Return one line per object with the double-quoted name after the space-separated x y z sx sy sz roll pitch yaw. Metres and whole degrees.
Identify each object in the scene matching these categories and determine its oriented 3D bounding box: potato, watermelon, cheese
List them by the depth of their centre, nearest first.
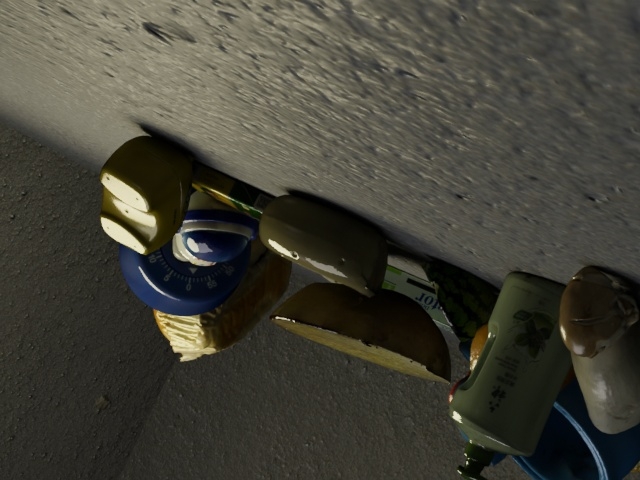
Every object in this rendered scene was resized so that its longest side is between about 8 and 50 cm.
0.000 0.000 1.172 0.203 0.091 0.175 25 176 22 "cheese"
0.196 0.100 1.176 0.087 0.069 0.163 2 145 40 "watermelon"
0.078 0.125 1.279 0.299 0.116 0.239 20 173 -10 "potato"

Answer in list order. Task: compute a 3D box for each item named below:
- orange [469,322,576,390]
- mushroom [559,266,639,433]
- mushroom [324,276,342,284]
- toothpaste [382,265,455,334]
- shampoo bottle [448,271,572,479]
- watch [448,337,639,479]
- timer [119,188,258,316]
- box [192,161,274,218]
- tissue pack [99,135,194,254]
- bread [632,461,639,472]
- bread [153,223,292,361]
0.265 0.145 1.096 0.157 0.134 0.156 -17 -176 1 "orange"
0.283 0.099 0.796 0.093 0.116 0.225 6 148 25 "mushroom"
0.043 0.032 1.350 0.081 0.092 0.223 -17 -172 -11 "mushroom"
0.168 0.102 1.556 0.337 0.067 0.081 23 174 21 "toothpaste"
0.212 0.158 0.928 0.087 0.234 0.118 29 174 -33 "shampoo bottle"
0.355 0.228 1.258 0.274 0.241 0.305 24 143 51 "watch"
-0.234 -0.005 1.616 0.270 0.270 0.383 26 161 -13 "timer"
-0.179 -0.093 1.391 0.235 0.034 0.132 26 174 7 "box"
-0.267 -0.075 1.295 0.123 0.127 0.178 31 141 10 "tissue pack"
0.538 0.332 1.596 0.246 0.121 0.174 23 -143 -13 "bread"
-0.223 0.098 1.947 0.183 0.236 0.388 16 -146 26 "bread"
